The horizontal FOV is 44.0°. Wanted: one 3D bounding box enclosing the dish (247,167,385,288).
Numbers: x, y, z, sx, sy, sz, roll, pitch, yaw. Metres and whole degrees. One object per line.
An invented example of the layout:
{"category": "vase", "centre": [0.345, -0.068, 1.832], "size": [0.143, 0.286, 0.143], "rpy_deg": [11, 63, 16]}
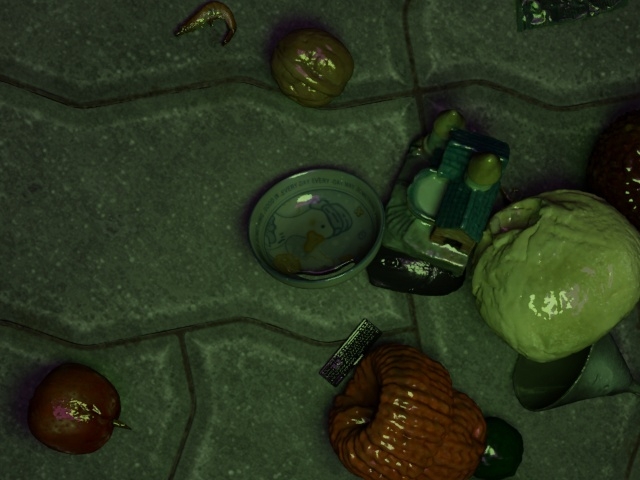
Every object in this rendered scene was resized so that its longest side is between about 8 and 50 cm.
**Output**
{"category": "dish", "centre": [0.000, 0.000, 1.599], "size": [0.274, 0.133, 0.273], "rpy_deg": [-5, 55, 7]}

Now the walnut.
{"category": "walnut", "centre": [-0.019, -0.346, 1.580], "size": [0.167, 0.149, 0.166], "rpy_deg": [-1, 127, -1]}

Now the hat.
{"category": "hat", "centre": [0.217, 0.407, 1.596], "size": [0.400, 0.285, 0.285], "rpy_deg": [39, 90, -19]}

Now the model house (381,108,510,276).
{"category": "model house", "centre": [0.246, -0.115, 1.485], "size": [0.194, 0.325, 0.267], "rpy_deg": [22, 76, 3]}

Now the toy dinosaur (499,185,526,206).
{"category": "toy dinosaur", "centre": [0.420, -0.083, 1.671], "size": [0.180, 0.037, 0.058], "rpy_deg": [45, 97, 0]}

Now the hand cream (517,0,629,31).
{"category": "hand cream", "centre": [0.532, -0.496, 1.651], "size": [0.248, 0.052, 0.075], "rpy_deg": [-11, 93, -3]}

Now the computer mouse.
{"category": "computer mouse", "centre": [0.202, 0.053, 1.647], "size": [0.217, 0.073, 0.121], "rpy_deg": [11, 90, -2]}

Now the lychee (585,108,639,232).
{"category": "lychee", "centre": [0.677, -0.133, 1.579], "size": [0.276, 0.304, 0.275], "rpy_deg": [-8, 132, -9]}

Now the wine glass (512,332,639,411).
{"category": "wine glass", "centre": [0.639, 0.297, 1.609], "size": [0.406, 0.267, 0.267], "rpy_deg": [25, 91, -8]}

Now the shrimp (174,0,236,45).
{"category": "shrimp", "centre": [-0.234, -0.431, 1.614], "size": [0.127, 0.025, 0.091], "rpy_deg": [-26, 96, -5]}

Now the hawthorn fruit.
{"category": "hawthorn fruit", "centre": [-0.470, 0.341, 1.564], "size": [0.200, 0.179, 0.179], "rpy_deg": [24, 91, -2]}

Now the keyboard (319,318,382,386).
{"category": "keyboard", "centre": [0.064, 0.239, 1.679], "size": [0.053, 0.010, 0.155], "rpy_deg": [40, 90, -6]}

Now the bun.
{"category": "bun", "centre": [0.426, 0.048, 1.507], "size": [0.227, 0.349, 0.352], "rpy_deg": [46, 65, -23]}
